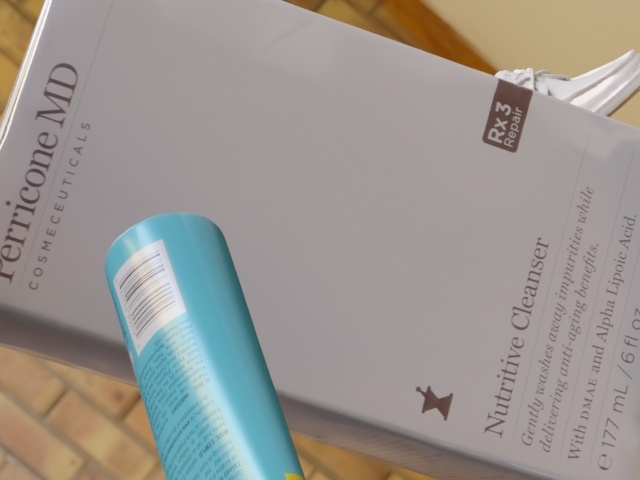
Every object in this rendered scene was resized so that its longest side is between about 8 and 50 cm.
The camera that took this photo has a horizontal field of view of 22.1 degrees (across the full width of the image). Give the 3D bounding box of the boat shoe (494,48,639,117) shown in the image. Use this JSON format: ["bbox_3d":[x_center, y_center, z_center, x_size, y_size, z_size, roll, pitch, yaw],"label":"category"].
[{"bbox_3d":[0.205,-0.129,1.653,0.096,0.277,0.098,58,29,-3],"label":"boat shoe"}]

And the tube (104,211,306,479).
[{"bbox_3d":[-0.037,0.079,0.625,0.080,0.052,0.207,115,-34,-40],"label":"tube"}]

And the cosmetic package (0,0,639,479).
[{"bbox_3d":[0.000,0.000,0.935,0.385,0.217,0.156,17,-13,-12],"label":"cosmetic package"}]
